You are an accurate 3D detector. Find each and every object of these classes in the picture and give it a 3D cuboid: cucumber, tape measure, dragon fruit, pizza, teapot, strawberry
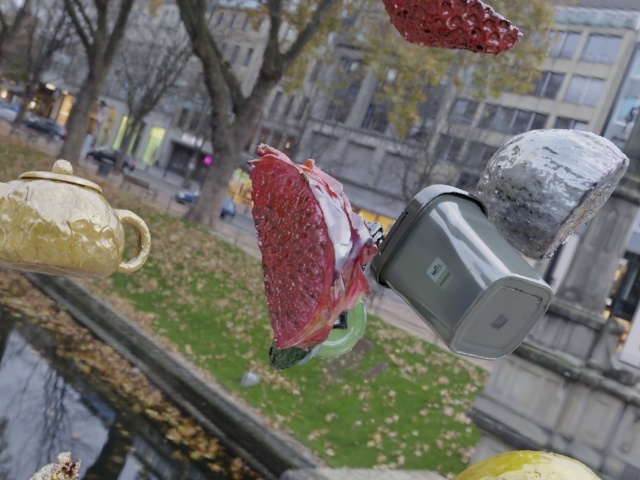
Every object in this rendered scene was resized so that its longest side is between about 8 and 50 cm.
[{"bbox_3d":[0.007,0.074,1.080,0.077,0.265,0.077,22,-34,16],"label":"cucumber"},{"bbox_3d":[0.006,0.134,1.345,0.154,0.177,0.087,7,-3,-19],"label":"tape measure"},{"bbox_3d":[0.441,-0.127,1.454,0.221,0.204,0.283,38,46,27],"label":"dragon fruit"},{"bbox_3d":[-0.449,0.424,1.242,0.154,0.069,0.194,1,39,3],"label":"pizza"},{"bbox_3d":[-0.377,-0.034,1.103,0.203,0.167,0.311,-3,-14,44],"label":"teapot"},{"bbox_3d":[0.198,-0.350,1.208,0.236,0.111,0.190,35,14,10],"label":"strawberry"},{"bbox_3d":[0.011,-0.002,0.970,0.126,0.274,0.161,-15,-10,35],"label":"dragon fruit"}]

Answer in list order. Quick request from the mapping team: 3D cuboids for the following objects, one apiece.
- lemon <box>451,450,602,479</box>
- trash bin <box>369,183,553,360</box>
[{"bbox_3d":[0.269,0.416,1.015,0.258,0.257,0.310,19,-41,-35],"label":"lemon"},{"bbox_3d":[0.241,0.061,1.291,0.219,0.219,0.250,15,26,-37],"label":"trash bin"}]
